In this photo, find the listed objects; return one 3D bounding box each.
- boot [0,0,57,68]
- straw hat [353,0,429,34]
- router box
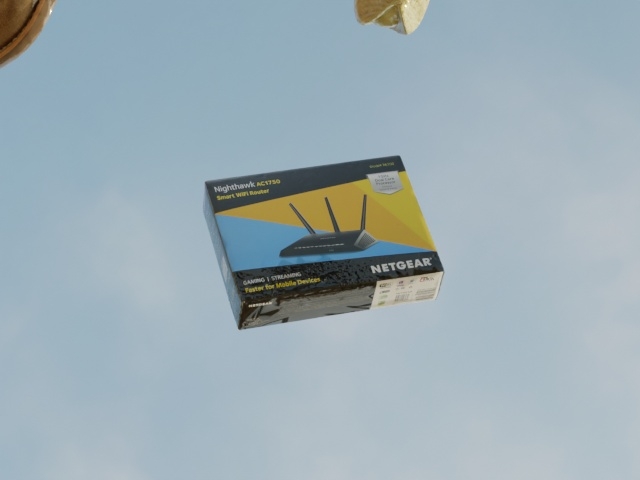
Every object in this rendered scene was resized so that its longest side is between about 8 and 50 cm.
[{"bbox_3d":[-0.323,-0.202,1.452,0.305,0.112,0.115,14,-17,44],"label":"boot"},{"bbox_3d":[0.054,-0.185,1.381,0.144,0.144,0.061,7,-103,23],"label":"straw hat"},{"bbox_3d":[0.000,0.000,1.584,0.179,0.133,0.046,-9,-36,-16],"label":"router box"}]
